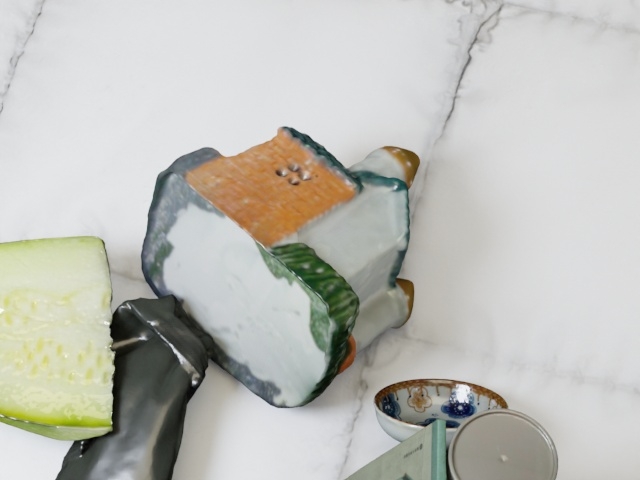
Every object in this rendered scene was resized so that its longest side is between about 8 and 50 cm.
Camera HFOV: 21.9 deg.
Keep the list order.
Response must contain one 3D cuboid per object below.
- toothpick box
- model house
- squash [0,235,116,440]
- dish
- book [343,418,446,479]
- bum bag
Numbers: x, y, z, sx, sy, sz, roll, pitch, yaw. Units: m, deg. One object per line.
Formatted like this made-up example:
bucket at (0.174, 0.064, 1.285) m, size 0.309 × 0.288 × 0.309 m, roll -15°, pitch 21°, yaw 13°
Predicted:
toothpick box at (0.170, 0.252, 1.640) m, size 0.111 × 0.181 × 0.111 m, roll 1°, pitch 60°, yaw -2°
model house at (0.000, 0.000, 1.812) m, size 0.271 × 0.190 × 0.301 m, roll 40°, pitch 51°, yaw 24°
squash at (-0.338, 0.099, 1.726) m, size 0.204 × 0.155 × 0.237 m, roll -25°, pitch 51°, yaw 26°
dish at (0.124, 0.205, 1.731) m, size 0.141 × 0.078 × 0.141 m, roll 1°, pitch 16°, yaw 0°
book at (0.061, 0.334, 1.586) m, size 0.025 × 0.215 × 0.283 m, roll 19°, pitch 54°, yaw -23°
bum bag at (-0.194, 0.206, 1.721) m, size 0.142 × 0.080 × 0.326 m, roll 10°, pitch 67°, yaw 15°
